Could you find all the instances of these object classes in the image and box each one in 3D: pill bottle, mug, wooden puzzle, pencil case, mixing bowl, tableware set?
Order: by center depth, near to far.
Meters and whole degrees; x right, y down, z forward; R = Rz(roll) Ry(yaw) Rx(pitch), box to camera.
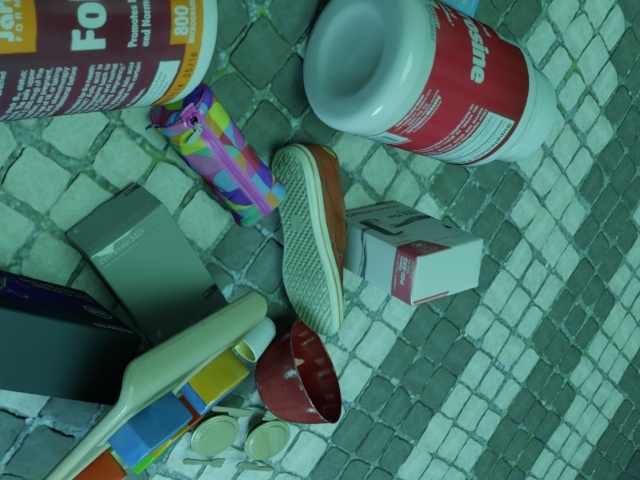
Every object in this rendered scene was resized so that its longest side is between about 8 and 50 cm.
[{"bbox_3d":[-0.321,-0.234,0.821,0.392,0.224,0.223,-17,119,-45],"label":"pill bottle"},{"bbox_3d":[-0.223,0.244,1.069,0.348,0.080,0.322,-50,170,26],"label":"wooden puzzle"},{"bbox_3d":[-0.142,-0.120,1.142,0.104,0.104,0.236,-50,133,-11],"label":"pencil case"},{"bbox_3d":[0.191,-0.245,1.274,0.408,0.229,0.228,9,102,-42],"label":"pill bottle"},{"bbox_3d":[-0.110,0.158,1.327,0.064,0.078,0.062,-43,98,-28],"label":"mug"},{"bbox_3d":[-0.047,0.234,1.349,0.098,0.181,0.181,-23,132,17],"label":"mixing bowl"},{"bbox_3d":[-0.139,0.330,1.382,0.194,0.039,0.128,17,109,-37],"label":"tableware set"}]

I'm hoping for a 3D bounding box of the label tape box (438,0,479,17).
[{"bbox_3d":[0.136,-0.505,1.198,0.334,0.106,0.240,13,100,-42],"label":"label tape box"}]

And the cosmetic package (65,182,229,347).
[{"bbox_3d":[-0.235,0.051,1.138,0.127,0.107,0.238,-41,133,-15],"label":"cosmetic package"}]

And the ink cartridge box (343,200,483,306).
[{"bbox_3d":[0.139,0.015,1.350,0.159,0.218,0.092,-13,116,-36],"label":"ink cartridge box"}]

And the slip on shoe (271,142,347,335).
[{"bbox_3d":[0.000,0.000,1.297,0.101,0.123,0.331,-23,113,-40],"label":"slip on shoe"}]

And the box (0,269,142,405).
[{"bbox_3d":[-0.383,0.106,0.983,0.261,0.184,0.103,21,95,-43],"label":"box"}]
